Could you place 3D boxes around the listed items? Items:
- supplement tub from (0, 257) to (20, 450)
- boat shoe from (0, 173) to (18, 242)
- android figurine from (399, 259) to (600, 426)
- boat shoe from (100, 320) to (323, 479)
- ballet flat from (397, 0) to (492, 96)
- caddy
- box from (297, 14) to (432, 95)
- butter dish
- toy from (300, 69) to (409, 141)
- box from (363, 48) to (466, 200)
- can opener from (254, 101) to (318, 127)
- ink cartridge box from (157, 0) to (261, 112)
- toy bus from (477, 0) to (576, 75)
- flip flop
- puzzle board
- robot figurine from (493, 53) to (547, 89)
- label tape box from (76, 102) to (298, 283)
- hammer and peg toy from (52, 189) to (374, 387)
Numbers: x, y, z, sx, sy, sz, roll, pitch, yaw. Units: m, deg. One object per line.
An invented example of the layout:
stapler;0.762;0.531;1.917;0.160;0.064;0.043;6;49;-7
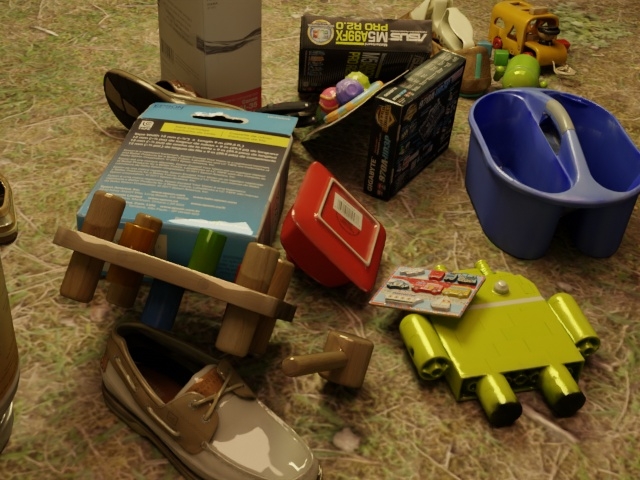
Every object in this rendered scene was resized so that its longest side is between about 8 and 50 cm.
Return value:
supplement tub;-0.439;0.091;0.983;0.229;0.316;0.228;3;36;-2
boat shoe;-0.489;-0.075;1.409;0.068;0.072;0.190;-17;41;-25
android figurine;0.227;0.119;1.225;0.248;0.056;0.272;-5;39;-12
boat shoe;-0.131;0.190;1.054;0.302;0.103;0.113;23;41;24
ballet flat;0.245;-0.413;1.886;0.116;0.124;0.342;-7;38;-15
caddy;0.355;-0.122;1.458;0.241;0.179;0.341;-2;37;-6
box;0.069;-0.316;1.656;0.216;0.060;0.270;3;-7;-3
butter dish;0.000;0.000;1.323;0.160;0.118;0.160;43;35;-17
toy;0.038;-0.232;1.540;0.137;0.056;0.237;-38;5;-15
box;0.153;-0.188;1.531;0.051;0.175;0.220;25;42;23
can opener;-0.060;-0.210;1.585;0.073;0.059;0.186;-43;17;-18
ink cartridge box;-0.195;-0.368;1.653;0.117;0.283;0.207;-17;41;-25
toy bus;0.430;-0.422;1.917;0.202;0.104;0.191;11;30;14
flip flop;-0.235;-0.225;1.601;0.277;0.112;0.080;14;42;7
puzzle board;0.141;0.064;1.243;0.128;0.011;0.096;6;31;29
robot figurine;0.384;-0.312;1.808;0.101;0.067;0.115;21;39;3
label tape box;-0.182;-0.075;1.406;0.249;0.115;0.347;7;34;5
hammer and peg toy;-0.107;0.058;1.105;0.362;0.127;0.266;18;-5;6
